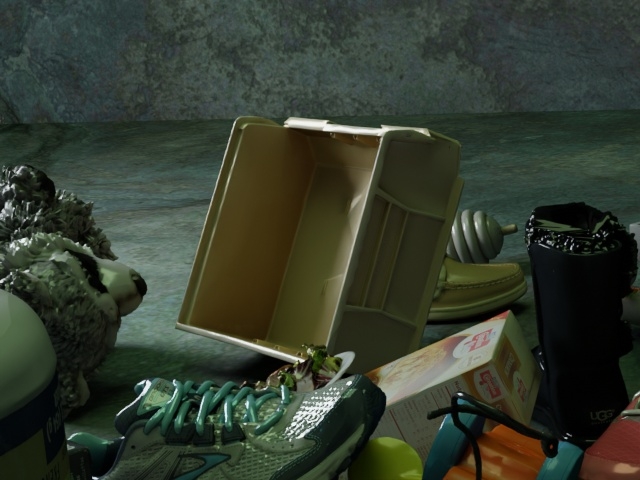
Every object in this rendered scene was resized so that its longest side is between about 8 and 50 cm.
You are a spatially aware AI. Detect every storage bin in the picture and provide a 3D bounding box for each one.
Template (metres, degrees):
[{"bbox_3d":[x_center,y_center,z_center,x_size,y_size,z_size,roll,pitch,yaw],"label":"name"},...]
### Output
[{"bbox_3d":[0.000,0.000,1.638,0.123,0.260,0.262,18,-5,-37],"label":"storage bin"}]

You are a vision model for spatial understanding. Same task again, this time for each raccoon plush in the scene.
[{"bbox_3d":[-0.388,0.115,1.692,0.446,0.216,0.299,-33,22,13],"label":"raccoon plush"}]

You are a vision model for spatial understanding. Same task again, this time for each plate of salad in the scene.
[{"bbox_3d":[-0.057,0.147,1.349,0.200,0.048,0.200,-36,3,2],"label":"plate of salad"}]

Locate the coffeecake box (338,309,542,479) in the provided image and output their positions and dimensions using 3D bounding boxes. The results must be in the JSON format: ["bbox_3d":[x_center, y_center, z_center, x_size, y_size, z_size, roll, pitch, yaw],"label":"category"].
[{"bbox_3d":[0.082,0.140,1.296,0.185,0.068,0.142,-25,6,17],"label":"coffeecake box"}]

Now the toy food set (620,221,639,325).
[{"bbox_3d":[0.401,0.034,1.676,0.232,0.111,0.104,-12,13,-39],"label":"toy food set"}]

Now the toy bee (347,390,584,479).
[{"bbox_3d":[0.094,0.189,1.063,0.195,0.162,0.298,23,-4,38],"label":"toy bee"}]

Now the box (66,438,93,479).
[{"bbox_3d":[-0.296,0.226,1.039,0.270,0.143,0.165,-17,16,-42],"label":"box"}]

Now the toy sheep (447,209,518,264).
[{"bbox_3d":[0.188,0.001,1.995,0.132,0.091,0.091,-22,8,16],"label":"toy sheep"}]

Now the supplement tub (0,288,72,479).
[{"bbox_3d":[-0.221,0.194,0.738,0.228,0.316,0.228,-5,12,1],"label":"supplement tub"}]

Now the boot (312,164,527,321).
[{"bbox_3d":[0.102,-0.013,1.812,0.261,0.204,0.095,-3,13,14],"label":"boot"}]

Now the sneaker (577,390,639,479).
[{"bbox_3d":[0.297,0.123,1.263,0.116,0.136,0.314,4,15,40],"label":"sneaker"}]

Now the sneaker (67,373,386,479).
[{"bbox_3d":[-0.084,0.150,1.120,0.283,0.122,0.110,-28,9,27],"label":"sneaker"}]

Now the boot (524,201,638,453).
[{"bbox_3d":[0.225,0.065,1.393,0.094,0.207,0.246,-5,12,-1],"label":"boot"}]
